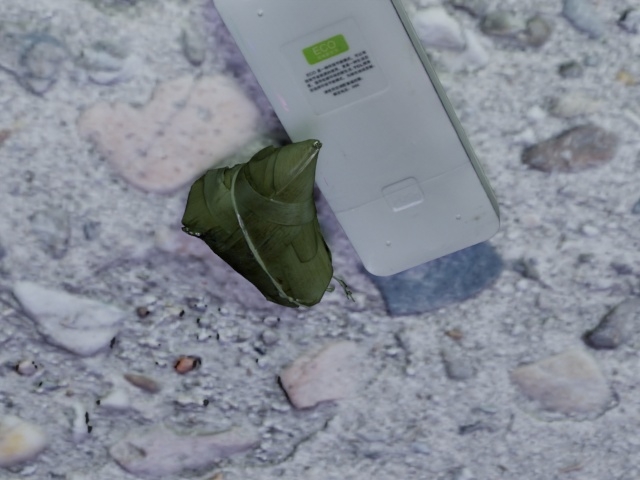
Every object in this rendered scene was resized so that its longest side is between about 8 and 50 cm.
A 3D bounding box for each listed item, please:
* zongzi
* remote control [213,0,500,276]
[{"bbox_3d":[0.000,0.000,0.983,0.130,0.062,0.154,-23,126,39],"label":"zongzi"},{"bbox_3d":[0.028,-0.084,0.950,0.103,0.034,0.250,-22,125,15],"label":"remote control"}]
